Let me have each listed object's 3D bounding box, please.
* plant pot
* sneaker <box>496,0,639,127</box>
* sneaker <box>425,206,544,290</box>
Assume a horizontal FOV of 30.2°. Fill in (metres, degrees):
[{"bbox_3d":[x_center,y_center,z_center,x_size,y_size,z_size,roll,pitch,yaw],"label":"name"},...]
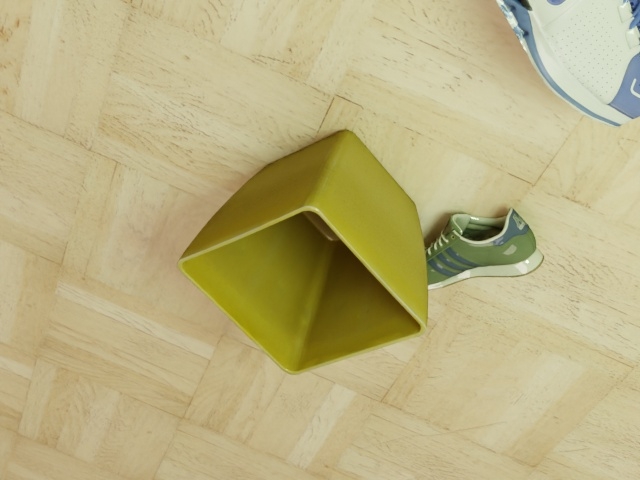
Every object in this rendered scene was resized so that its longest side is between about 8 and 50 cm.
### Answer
[{"bbox_3d":[0.000,0.000,1.378,0.212,0.187,0.212,-22,123,36],"label":"plant pot"},{"bbox_3d":[0.251,-0.253,1.065,0.182,0.127,0.315,-25,120,41],"label":"sneaker"},{"bbox_3d":[0.164,0.004,1.418,0.192,0.064,0.086,-9,123,28],"label":"sneaker"}]
